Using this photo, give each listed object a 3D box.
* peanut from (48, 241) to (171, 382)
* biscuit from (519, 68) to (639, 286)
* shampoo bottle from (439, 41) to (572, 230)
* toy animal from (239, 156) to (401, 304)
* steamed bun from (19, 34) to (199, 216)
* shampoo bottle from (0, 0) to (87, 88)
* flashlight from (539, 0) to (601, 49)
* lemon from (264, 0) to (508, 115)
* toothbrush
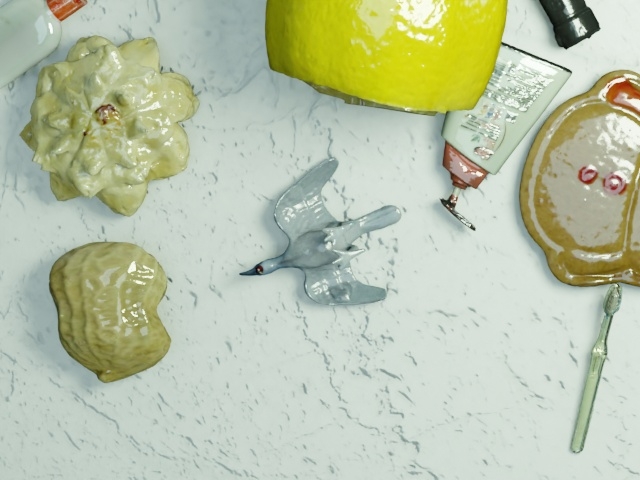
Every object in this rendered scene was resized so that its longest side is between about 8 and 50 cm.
[{"bbox_3d":[-0.338,0.116,1.902,0.197,0.110,0.233,-4,94,8],"label":"peanut"},{"bbox_3d":[0.502,-0.080,1.795,0.381,0.074,0.359,18,101,8],"label":"biscuit"},{"bbox_3d":[0.257,-0.162,1.813,0.153,0.071,0.284,25,101,1],"label":"shampoo bottle"},{"bbox_3d":[0.000,0.000,1.863,0.255,0.176,0.239,-21,98,-25],"label":"toy animal"},{"bbox_3d":[-0.344,-0.177,1.857,0.295,0.137,0.292,-2,100,6],"label":"steamed bun"},{"bbox_3d":[-0.475,-0.337,1.893,0.221,0.051,0.108,-32,89,10],"label":"shampoo bottle"},{"bbox_3d":[0.342,-0.401,1.762,0.093,0.093,0.232,-31,95,10],"label":"flashlight"},{"bbox_3d":[0.099,-0.357,1.669,0.364,0.364,0.364,1,97,7],"label":"lemon"},{"bbox_3d":[0.429,0.203,1.834,0.026,0.028,0.294,11,112,6],"label":"toothbrush"}]
